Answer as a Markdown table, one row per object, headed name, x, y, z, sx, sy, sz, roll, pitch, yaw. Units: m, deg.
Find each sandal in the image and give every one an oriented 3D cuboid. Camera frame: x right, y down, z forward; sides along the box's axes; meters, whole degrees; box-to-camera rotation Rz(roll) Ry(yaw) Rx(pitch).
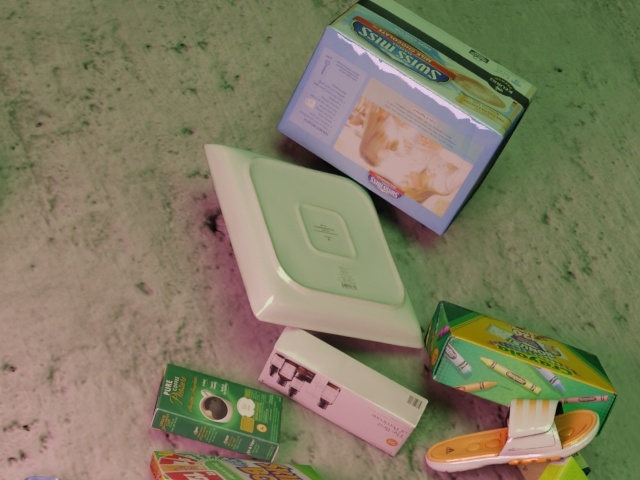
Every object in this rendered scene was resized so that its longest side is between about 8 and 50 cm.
| name | x | y | z | sx | sy | sz | roll | pitch | yaw |
| --- | --- | --- | --- | --- | --- | --- | --- | --- | --- |
| sandal | 0.277 | 0.280 | 1.994 | 0.265 | 0.076 | 0.102 | -13 | 22 | 11 |

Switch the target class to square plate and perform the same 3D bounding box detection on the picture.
| name | x | y | z | sx | sy | sz | roll | pitch | yaw |
| --- | --- | --- | --- | --- | --- | --- | --- | --- | --- |
| square plate | 0.000 | 0.000 | 2.133 | 0.347 | 0.049 | 0.344 | 13 | 44 | -39 |

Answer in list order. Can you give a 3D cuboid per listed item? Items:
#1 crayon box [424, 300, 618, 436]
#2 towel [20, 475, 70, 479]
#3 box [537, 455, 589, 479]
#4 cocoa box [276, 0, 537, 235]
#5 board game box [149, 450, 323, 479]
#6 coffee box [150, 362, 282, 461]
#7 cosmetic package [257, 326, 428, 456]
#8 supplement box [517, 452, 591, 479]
| name | x | y | z | sx | sy | sz | roll | pitch | yaw |
| --- | --- | --- | --- | --- | --- | --- | --- | --- | --- |
| crayon box | 0.307 | 0.198 | 2.108 | 0.278 | 0.081 | 0.165 | 20 | 16 | -6 |
| towel | -0.239 | 0.431 | 1.789 | 0.336 | 0.040 | 0.243 | 7 | 53 | -17 |
| box | 0.373 | 0.413 | 1.972 | 0.178 | 0.042 | 0.109 | 53 | 56 | -21 |
| cocoa box | 0.147 | -0.222 | 2.296 | 0.347 | 0.231 | 0.228 | 33 | 34 | 6 |
| board game box | -0.100 | 0.336 | 1.874 | 0.259 | 0.039 | 0.124 | 10 | 7 | -16 |
| coffee box | -0.148 | 0.247 | 1.948 | 0.184 | 0.040 | 0.113 | 17 | 31 | -9 |
| cosmetic package | 0.031 | 0.225 | 2.017 | 0.239 | 0.099 | 0.060 | 29 | 51 | 3 |
| supplement box | 0.353 | 0.343 | 2.058 | 0.056 | 0.083 | 0.083 | -13 | 58 | -31 |
